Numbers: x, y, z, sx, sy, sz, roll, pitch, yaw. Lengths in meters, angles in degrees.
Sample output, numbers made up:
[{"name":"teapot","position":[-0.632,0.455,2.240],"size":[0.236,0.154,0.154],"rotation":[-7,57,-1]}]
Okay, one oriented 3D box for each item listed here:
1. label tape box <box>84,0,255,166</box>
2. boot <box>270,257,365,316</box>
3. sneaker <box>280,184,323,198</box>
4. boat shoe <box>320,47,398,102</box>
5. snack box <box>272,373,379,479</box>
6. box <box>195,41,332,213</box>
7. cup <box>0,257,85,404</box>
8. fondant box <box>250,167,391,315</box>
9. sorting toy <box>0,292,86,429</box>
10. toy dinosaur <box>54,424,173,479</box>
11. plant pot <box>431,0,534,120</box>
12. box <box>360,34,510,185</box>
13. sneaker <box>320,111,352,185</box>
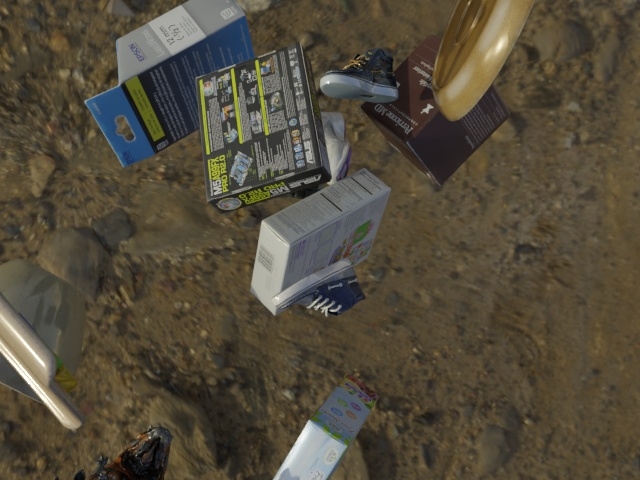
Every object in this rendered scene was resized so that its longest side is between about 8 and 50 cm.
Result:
[{"name":"label tape box","position":[-0.302,-0.326,1.449],"size":[0.348,0.249,0.115],"rotation":[-31,67,-10]},{"name":"boot","position":[0.004,0.098,1.229],"size":[0.190,0.069,0.086],"rotation":[-25,85,-41]},{"name":"sneaker","position":[-0.124,-0.161,1.865],"size":[0.267,0.106,0.101],"rotation":[11,77,-10]},{"name":"boat shoe","position":[0.063,-0.287,1.213],"size":[0.183,0.065,0.083],"rotation":[-2,85,-49]},{"name":"snack box","position":[-0.001,0.313,1.057],"size":[0.070,0.207,0.174],"rotation":[33,106,11]},{"name":"box","position":[-0.107,-0.203,1.276],"size":[0.216,0.060,0.270],"rotation":[-16,64,13]},{"name":"cup","position":[-0.634,0.180,1.500],"size":[0.331,0.331,0.237],"rotation":[34,68,-19]},{"name":"fondant box","position":[0.000,0.000,1.652],"size":[0.330,0.096,0.238],"rotation":[-29,149,-35]},{"name":"sorting toy","position":[-0.314,0.096,0.735],"size":[0.193,0.208,0.038],"rotation":[43,62,13]},{"name":"toy dinosaur","position":[-0.281,0.394,0.926],"size":[0.164,0.218,0.322],"rotation":[14,66,-15]},{"name":"plant pot","position":[0.181,-0.251,0.802],"size":[0.032,0.236,0.236],"rotation":[21,88,-8]},{"name":"box","position":[0.229,-0.258,1.410],"size":[0.203,0.168,0.167],"rotation":[-46,138,3]},{"name":"sneaker","position":[-0.006,-0.226,1.739],"size":[0.152,0.305,0.114],"rotation":[8,122,-11]}]
